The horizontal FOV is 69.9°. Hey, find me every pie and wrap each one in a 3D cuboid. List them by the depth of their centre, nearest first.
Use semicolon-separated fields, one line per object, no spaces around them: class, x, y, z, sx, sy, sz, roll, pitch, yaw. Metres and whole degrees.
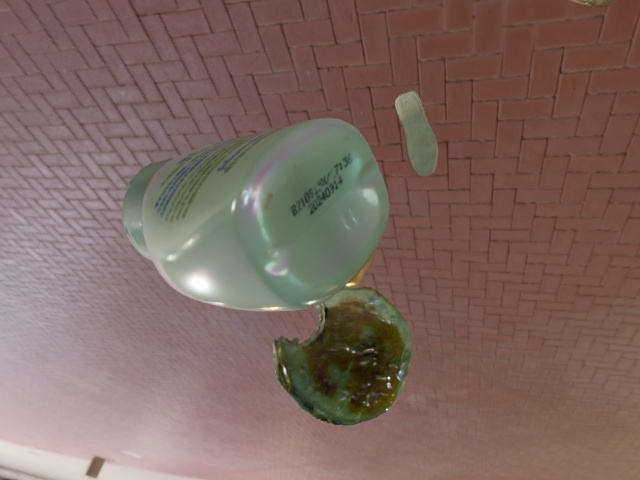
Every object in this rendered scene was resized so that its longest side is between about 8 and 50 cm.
pie;0.056;0.235;0.939;0.303;0.302;0.067;31;173;-19

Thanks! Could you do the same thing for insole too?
insole;0.191;-0.203;0.891;0.063;0.010;0.191;-22;129;9

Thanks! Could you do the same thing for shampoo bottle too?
shampoo bottle;-0.107;-0.031;0.514;0.350;0.222;0.151;4;132;48

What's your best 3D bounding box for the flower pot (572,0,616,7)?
flower pot;0.438;-0.561;0.735;0.308;0.307;0.244;21;140;-5

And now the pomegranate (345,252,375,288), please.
pomegranate;-0.013;-0.004;1.101;0.308;0.307;0.307;11;144;8
